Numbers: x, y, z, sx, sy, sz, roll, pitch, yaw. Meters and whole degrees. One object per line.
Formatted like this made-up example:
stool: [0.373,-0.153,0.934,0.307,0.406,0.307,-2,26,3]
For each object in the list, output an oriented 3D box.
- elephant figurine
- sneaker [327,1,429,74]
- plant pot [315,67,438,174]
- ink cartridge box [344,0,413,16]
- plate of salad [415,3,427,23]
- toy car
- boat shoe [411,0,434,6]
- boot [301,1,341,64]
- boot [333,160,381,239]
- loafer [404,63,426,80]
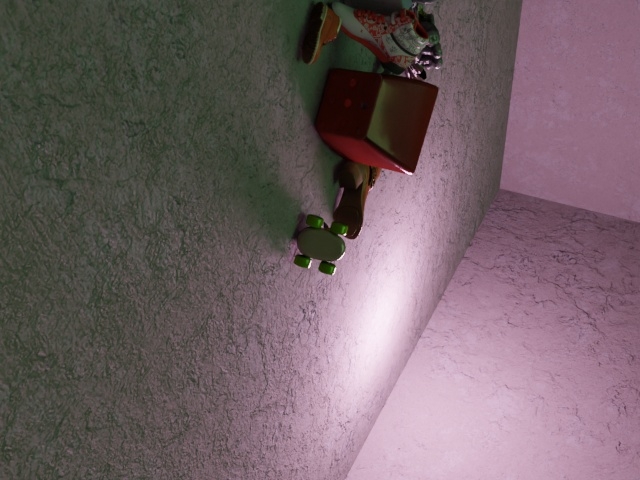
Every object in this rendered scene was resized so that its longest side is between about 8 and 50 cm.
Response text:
elephant figurine: [0.264,-0.613,2.046,0.186,0.239,0.170,-81,160,-64]
sneaker: [0.159,-0.574,1.667,0.145,0.270,0.090,-42,-163,39]
plant pot: [0.140,-0.362,1.816,0.235,0.267,0.268,10,97,-55]
ink cartridge box: [0.148,-0.660,1.693,0.065,0.185,0.311,-63,154,-18]
plate of salad: [0.371,-0.733,2.228,0.200,0.048,0.200,-5,90,-69]
toy car: [0.000,0.000,1.942,0.188,0.148,0.155,-99,-155,-79]
boat shoe: [0.251,-0.696,1.802,0.116,0.319,0.099,-5,120,-16]
boot: [0.007,-0.515,1.615,0.084,0.059,0.158,18,89,-42]
boot: [0.129,-0.165,2.110,0.220,0.108,0.284,-49,140,-48]
loafer: [0.332,-0.633,2.230,0.220,0.078,0.080,35,74,-65]
